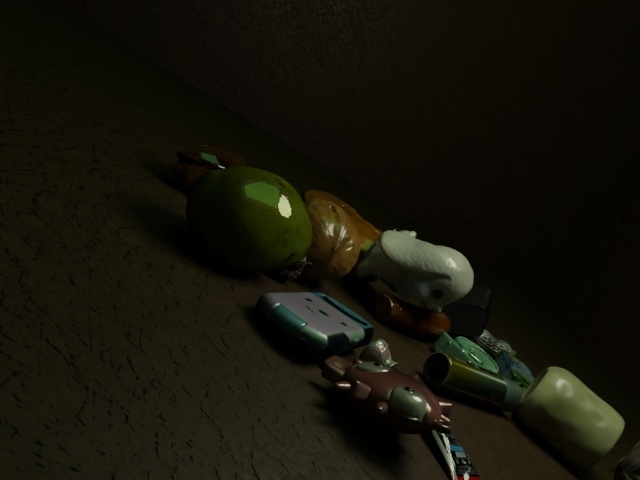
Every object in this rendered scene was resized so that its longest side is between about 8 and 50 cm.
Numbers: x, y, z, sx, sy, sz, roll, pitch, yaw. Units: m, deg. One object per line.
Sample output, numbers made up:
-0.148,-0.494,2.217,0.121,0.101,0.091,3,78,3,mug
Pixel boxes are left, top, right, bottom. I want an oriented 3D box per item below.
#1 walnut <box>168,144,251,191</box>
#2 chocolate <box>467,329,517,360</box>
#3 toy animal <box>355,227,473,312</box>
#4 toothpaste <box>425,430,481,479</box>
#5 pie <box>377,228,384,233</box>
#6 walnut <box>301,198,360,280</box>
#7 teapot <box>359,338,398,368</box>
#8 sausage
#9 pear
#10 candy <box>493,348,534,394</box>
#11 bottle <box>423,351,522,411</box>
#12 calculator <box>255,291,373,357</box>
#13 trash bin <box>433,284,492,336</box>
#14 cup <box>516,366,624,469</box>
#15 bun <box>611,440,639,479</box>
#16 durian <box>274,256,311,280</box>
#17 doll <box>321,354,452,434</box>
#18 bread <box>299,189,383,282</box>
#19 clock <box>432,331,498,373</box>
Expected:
-0.262,-0.163,1.492,0.245,0.137,0.137,8,29,-48,walnut
0.528,0.327,1.860,0.167,0.072,0.072,33,13,-3,chocolate
0.257,0.072,1.570,0.289,0.174,0.249,21,1,20,toy animal
0.214,0.350,1.072,0.071,0.045,0.193,16,28,-33,toothpaste
0.183,0.026,2.062,0.339,0.083,0.339,35,14,-10,pie
0.000,0.000,1.442,0.195,0.195,0.222,31,5,-18,walnut
0.109,0.238,1.181,0.083,0.064,0.064,-22,60,-36,teapot
0.252,0.206,1.585,0.302,0.076,0.103,24,17,-40,sausage
-0.139,-0.042,1.211,0.269,0.212,0.212,23,16,-19,pear
0.559,0.391,1.732,0.097,0.062,0.194,36,13,0,candy
0.357,0.330,1.397,0.286,0.082,0.082,25,16,-35,bottle
-0.003,0.154,1.155,0.173,0.051,0.293,31,10,25,calculator
0.431,0.211,1.848,0.165,0.115,0.225,8,11,17,trash bin
0.616,0.414,1.496,0.202,0.173,0.255,40,30,16,cup
0.757,0.547,1.327,0.204,0.282,0.281,11,11,6,bun
-0.066,0.051,1.324,0.091,0.080,0.080,7,16,-2,durian
0.105,0.253,0.998,0.211,0.093,0.262,17,4,-38,doll
0.061,-0.025,1.767,0.344,0.149,0.195,44,15,35,bread
0.394,0.316,1.582,0.210,0.066,0.159,20,20,-50,clock
